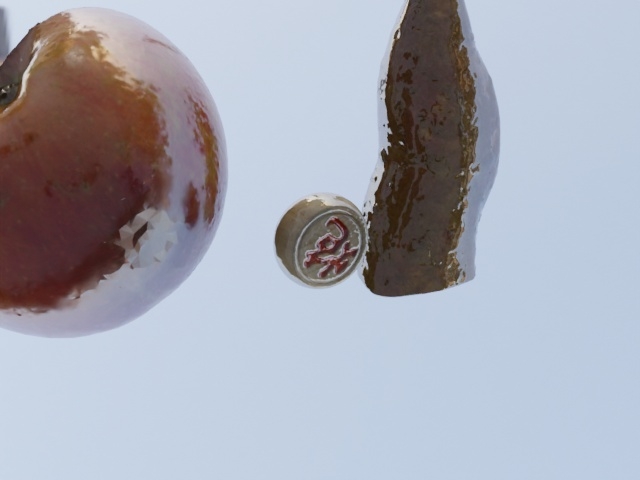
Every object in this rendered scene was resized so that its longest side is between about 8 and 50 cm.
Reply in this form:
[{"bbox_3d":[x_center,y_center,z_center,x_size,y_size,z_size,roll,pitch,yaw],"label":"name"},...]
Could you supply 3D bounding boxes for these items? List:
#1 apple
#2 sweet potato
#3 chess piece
[{"bbox_3d":[-0.194,-0.038,1.066,0.293,0.251,0.163,-43,-132,-9],"label":"apple"},{"bbox_3d":[0.114,-0.113,1.247,0.131,0.131,0.336,14,-74,23],"label":"sweet potato"},{"bbox_3d":[0.000,0.000,1.086,0.038,0.084,0.083,37,-70,50],"label":"chess piece"}]
